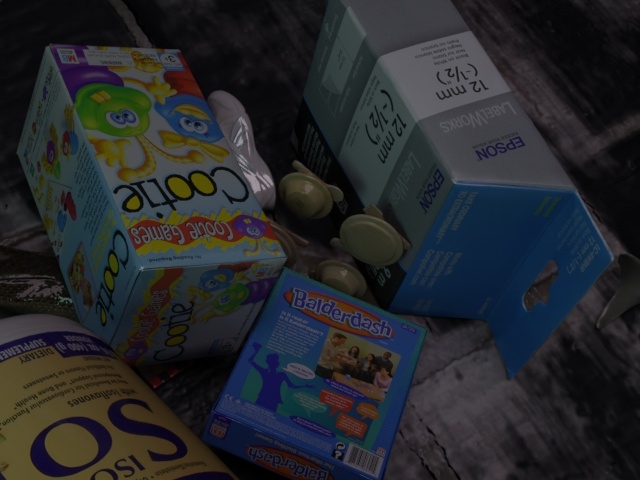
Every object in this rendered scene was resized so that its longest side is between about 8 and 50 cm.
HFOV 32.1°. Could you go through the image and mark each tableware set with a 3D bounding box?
[{"bbox_3d":[0.000,0.000,1.078,0.141,0.169,0.020,34,48,-5],"label":"tableware set"}]

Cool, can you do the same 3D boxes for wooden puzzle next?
[{"bbox_3d":[-0.153,0.111,1.067,0.083,0.006,0.049,-33,72,-27],"label":"wooden puzzle"}]

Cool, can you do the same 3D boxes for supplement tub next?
[{"bbox_3d":[-0.151,0.233,0.743,0.241,0.241,0.331,-35,58,-28],"label":"supplement tub"}]

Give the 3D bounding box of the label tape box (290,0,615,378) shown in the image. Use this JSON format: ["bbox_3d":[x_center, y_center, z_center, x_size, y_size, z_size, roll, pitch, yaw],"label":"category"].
[{"bbox_3d":[0.106,-0.050,1.078,0.115,0.249,0.348,-17,65,-22],"label":"label tape box"}]

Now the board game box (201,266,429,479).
[{"bbox_3d":[0.002,0.131,1.031,0.160,0.047,0.210,23,39,2],"label":"board game box"}]

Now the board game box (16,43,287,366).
[{"bbox_3d":[-0.165,-0.037,1.032,0.142,0.144,0.275,-4,51,-33],"label":"board game box"}]

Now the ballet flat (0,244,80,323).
[{"bbox_3d":[-0.249,0.049,1.060,0.249,0.058,0.084,10,40,-13],"label":"ballet flat"}]

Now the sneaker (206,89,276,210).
[{"bbox_3d":[-0.098,-0.094,1.175,0.061,0.054,0.152,-15,65,-17],"label":"sneaker"}]

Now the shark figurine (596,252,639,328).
[{"bbox_3d":[0.425,0.113,1.138,0.166,0.116,0.278,-24,70,-26],"label":"shark figurine"}]
